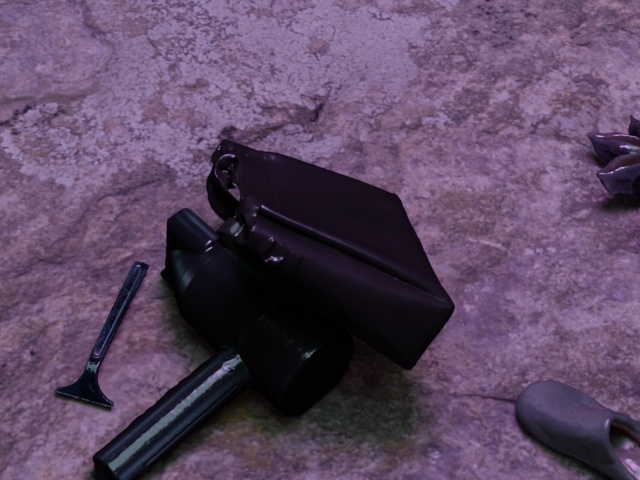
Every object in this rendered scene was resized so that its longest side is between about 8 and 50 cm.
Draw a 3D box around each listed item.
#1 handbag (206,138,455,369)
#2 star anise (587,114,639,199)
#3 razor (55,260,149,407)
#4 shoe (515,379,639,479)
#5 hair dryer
[{"bbox_3d":[0.000,0.001,1.657,0.257,0.113,0.285,28,18,-20],"label":"handbag"},{"bbox_3d":[0.429,-0.080,1.893,0.230,0.081,0.262,21,41,10],"label":"star anise"},{"bbox_3d":[-0.227,0.095,1.709,0.066,0.033,0.190,16,51,5],"label":"razor"},{"bbox_3d":[0.303,0.203,1.657,0.195,0.078,0.079,36,57,16],"label":"shoe"},{"bbox_3d":[-0.152,0.128,1.657,0.302,0.116,0.244,-39,62,-23],"label":"hair dryer"}]
